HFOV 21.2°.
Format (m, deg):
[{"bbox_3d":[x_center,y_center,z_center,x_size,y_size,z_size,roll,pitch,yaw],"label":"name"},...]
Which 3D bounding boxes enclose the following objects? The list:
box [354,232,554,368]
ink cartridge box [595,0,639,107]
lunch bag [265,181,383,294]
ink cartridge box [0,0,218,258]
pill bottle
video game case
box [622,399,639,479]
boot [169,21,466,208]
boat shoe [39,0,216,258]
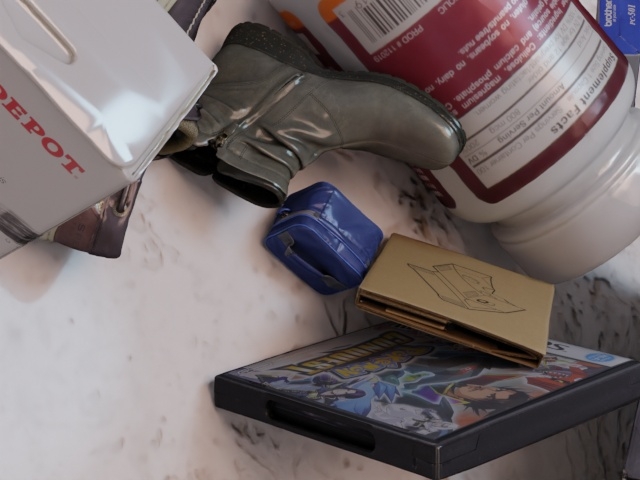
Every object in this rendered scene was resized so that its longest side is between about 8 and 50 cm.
[{"bbox_3d":[0.124,0.049,1.510,0.164,0.021,0.201,18,16,6],"label":"box"},{"bbox_3d":[0.306,-0.177,1.780,0.046,0.207,0.097,2,63,8],"label":"ink cartridge box"},{"bbox_3d":[0.000,0.000,1.514,0.098,0.067,0.065,41,50,-22],"label":"lunch bag"},{"bbox_3d":[-0.255,-0.107,1.168,0.223,0.307,0.129,47,49,-17],"label":"ink cartridge box"},{"bbox_3d":[0.152,-0.161,1.606,0.392,0.224,0.224,48,48,-16],"label":"pill bottle"},{"bbox_3d":[0.094,0.121,1.431,0.275,0.248,0.035,-14,109,-44],"label":"video game case"},{"bbox_3d":[0.359,0.144,1.626,0.318,0.097,0.394,82,23,-54],"label":"box"},{"bbox_3d":[-0.011,-0.082,1.488,0.247,0.083,0.161,23,53,8],"label":"boot"},{"bbox_3d":[-0.143,-0.103,1.395,0.092,0.103,0.285,29,57,-4],"label":"boat shoe"}]
